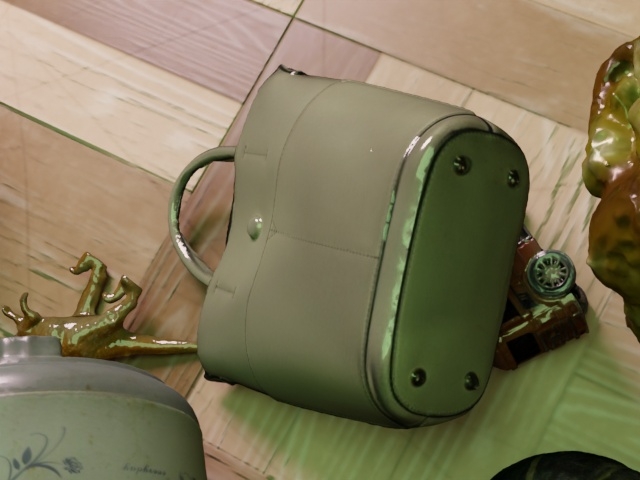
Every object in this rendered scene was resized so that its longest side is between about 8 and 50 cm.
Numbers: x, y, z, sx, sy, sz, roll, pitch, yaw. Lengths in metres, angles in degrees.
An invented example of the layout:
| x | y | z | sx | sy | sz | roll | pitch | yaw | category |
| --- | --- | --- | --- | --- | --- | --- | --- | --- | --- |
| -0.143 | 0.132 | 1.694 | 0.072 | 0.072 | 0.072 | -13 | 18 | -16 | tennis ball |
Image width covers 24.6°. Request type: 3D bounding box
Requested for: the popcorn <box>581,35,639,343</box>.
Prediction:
| x | y | z | sx | sy | sz | roll | pitch | yaw | category |
| --- | --- | --- | --- | --- | --- | --- | --- | --- | --- |
| 0.295 | -0.040 | 0.915 | 0.247 | 0.282 | 0.282 | -1 | 71 | 18 | popcorn |

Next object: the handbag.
| x | y | z | sx | sy | sz | roll | pitch | yaw | category |
| --- | --- | --- | --- | --- | --- | --- | --- | --- | --- |
| 0.000 | 0.000 | 1.032 | 0.315 | 0.109 | 0.241 | 13 | 90 | 54 | handbag |

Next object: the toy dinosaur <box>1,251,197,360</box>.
| x | y | z | sx | sy | sz | roll | pitch | yaw | category |
| --- | --- | --- | --- | --- | --- | --- | --- | --- | --- |
| -0.176 | 0.084 | 1.122 | 0.162 | 0.039 | 0.126 | 36 | 84 | 17 | toy dinosaur |

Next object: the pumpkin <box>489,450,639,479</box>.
| x | y | z | sx | sy | sz | roll | pitch | yaw | category |
| --- | --- | --- | --- | --- | --- | --- | --- | --- | --- |
| 0.157 | 0.216 | 0.926 | 0.167 | 0.125 | 0.167 | -5 | 76 | 19 | pumpkin |

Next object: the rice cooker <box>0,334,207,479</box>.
| x | y | z | sx | sy | sz | roll | pitch | yaw | category |
| --- | --- | --- | --- | --- | --- | --- | --- | --- | --- |
| -0.187 | 0.234 | 0.949 | 0.317 | 0.264 | 0.316 | -15 | 67 | 40 | rice cooker |

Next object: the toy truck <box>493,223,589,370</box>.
| x | y | z | sx | sy | sz | roll | pitch | yaw | category |
| --- | --- | --- | --- | --- | --- | --- | --- | --- | --- |
| 0.109 | -0.001 | 1.042 | 0.092 | 0.083 | 0.192 | -33 | 64 | 2 | toy truck |
